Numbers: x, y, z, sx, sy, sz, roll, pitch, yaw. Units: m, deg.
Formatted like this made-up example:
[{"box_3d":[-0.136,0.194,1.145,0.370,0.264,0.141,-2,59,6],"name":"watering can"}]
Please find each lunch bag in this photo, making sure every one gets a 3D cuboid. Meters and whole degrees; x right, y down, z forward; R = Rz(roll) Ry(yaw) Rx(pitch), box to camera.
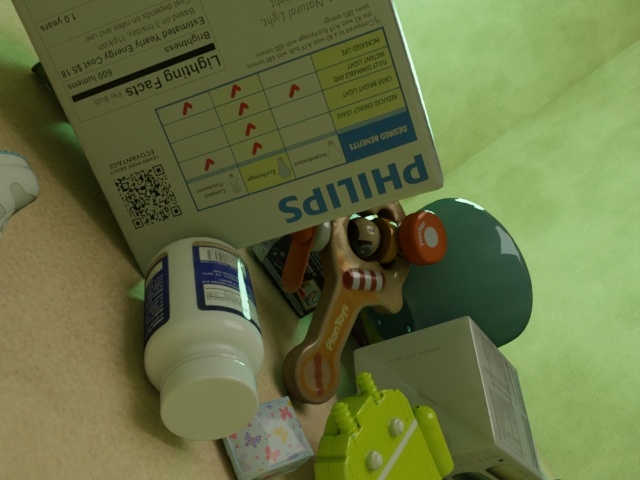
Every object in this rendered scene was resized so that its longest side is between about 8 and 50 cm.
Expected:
[{"box_3d":[-0.061,0.205,0.640,0.083,0.053,0.071,-2,53,-45],"name":"lunch bag"}]

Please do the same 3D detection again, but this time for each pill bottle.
[{"box_3d":[-0.114,0.092,0.608,0.112,0.112,0.186,46,15,-35],"name":"pill bottle"}]

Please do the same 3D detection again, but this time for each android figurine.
[{"box_3d":[0.082,0.288,0.726,0.248,0.056,0.272,-34,105,-53],"name":"android figurine"}]

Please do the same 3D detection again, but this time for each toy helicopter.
[{"box_3d":[0.027,0.058,0.899,0.235,0.140,0.354,40,59,-29],"name":"toy helicopter"}]

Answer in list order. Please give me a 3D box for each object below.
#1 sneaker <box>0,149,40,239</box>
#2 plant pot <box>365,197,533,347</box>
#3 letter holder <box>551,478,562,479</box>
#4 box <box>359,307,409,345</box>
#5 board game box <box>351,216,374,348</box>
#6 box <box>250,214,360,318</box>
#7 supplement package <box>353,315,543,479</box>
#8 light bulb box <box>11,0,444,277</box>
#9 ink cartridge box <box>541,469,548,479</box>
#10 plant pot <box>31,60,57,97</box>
[{"box_3d":[-0.254,0.004,0.403,0.092,0.088,0.228,59,17,-12],"name":"sneaker"},{"box_3d":[0.193,0.092,1.110,0.290,0.196,0.290,38,-40,41],"name":"plant pot"},{"box_3d":[0.438,0.585,1.128,0.301,0.214,0.152,57,12,13],"name":"letter holder"},{"box_3d":[0.115,0.112,1.264,0.087,0.058,0.232,13,48,-40],"name":"box"},{"box_3d":[0.118,0.101,1.387,0.242,0.064,0.316,-15,68,-52],"name":"board game box"},{"box_3d":[0.000,0.000,1.148,0.163,0.142,0.247,56,18,-9],"name":"box"},{"box_3d":[0.208,0.282,1.011,0.263,0.199,0.197,42,35,-47],"name":"supplement package"},{"box_3d":[-0.086,-0.199,0.713,0.225,0.358,0.360,-76,148,-69],"name":"light bulb box"},{"box_3d":[0.432,0.540,1.455,0.289,0.122,0.211,41,17,-48],"name":"ink cartridge box"},{"box_3d":[-0.301,-0.193,0.785,0.079,0.083,0.083,64,10,-12],"name":"plant pot"}]
